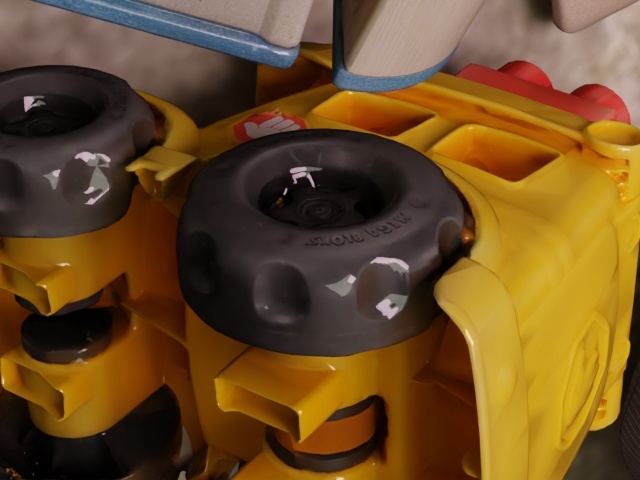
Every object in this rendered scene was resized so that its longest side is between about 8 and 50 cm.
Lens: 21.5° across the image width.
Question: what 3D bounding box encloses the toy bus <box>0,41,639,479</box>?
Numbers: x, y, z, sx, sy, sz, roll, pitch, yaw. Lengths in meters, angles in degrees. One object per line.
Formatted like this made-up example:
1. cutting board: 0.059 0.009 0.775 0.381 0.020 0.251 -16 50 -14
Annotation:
1. toy bus: 0.000 0.000 0.547 0.211 0.220 0.149 -43 141 -42

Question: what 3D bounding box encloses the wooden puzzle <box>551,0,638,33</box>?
1. wooden puzzle: 0.148 -0.220 0.604 0.221 0.044 0.238 -28 124 -15

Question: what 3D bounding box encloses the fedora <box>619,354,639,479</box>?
1. fedora: 0.217 0.054 0.691 0.275 0.124 0.244 -49 124 -9

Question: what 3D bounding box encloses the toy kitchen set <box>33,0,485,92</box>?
1. toy kitchen set: -0.053 -0.124 0.502 0.207 0.166 0.122 14 140 -15
